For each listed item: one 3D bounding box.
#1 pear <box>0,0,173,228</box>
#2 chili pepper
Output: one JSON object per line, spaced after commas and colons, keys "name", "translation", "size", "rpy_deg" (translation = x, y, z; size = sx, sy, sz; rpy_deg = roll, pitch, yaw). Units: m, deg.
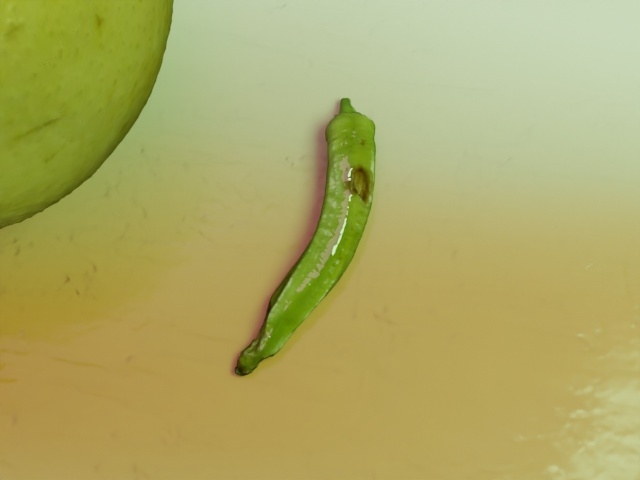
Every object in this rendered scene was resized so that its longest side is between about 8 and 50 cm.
{"name": "pear", "translation": [-0.265, -0.159, 1.198], "size": [0.348, 0.348, 0.348], "rpy_deg": [-1, 77, 4]}
{"name": "chili pepper", "translation": [0.001, 0.000, 1.289], "size": [0.049, 0.043, 0.208], "rpy_deg": [21, 80, -4]}
